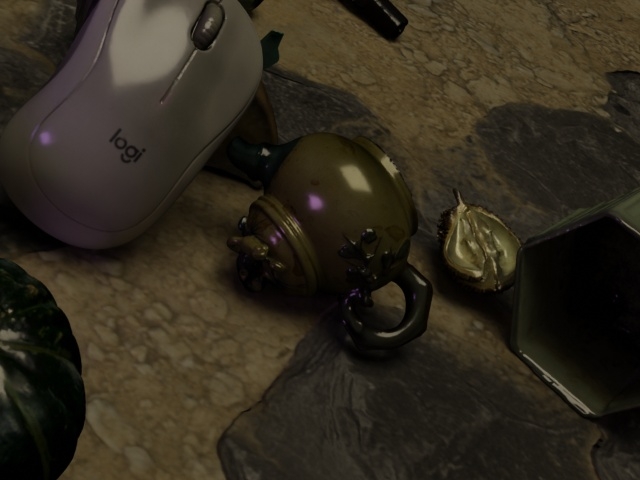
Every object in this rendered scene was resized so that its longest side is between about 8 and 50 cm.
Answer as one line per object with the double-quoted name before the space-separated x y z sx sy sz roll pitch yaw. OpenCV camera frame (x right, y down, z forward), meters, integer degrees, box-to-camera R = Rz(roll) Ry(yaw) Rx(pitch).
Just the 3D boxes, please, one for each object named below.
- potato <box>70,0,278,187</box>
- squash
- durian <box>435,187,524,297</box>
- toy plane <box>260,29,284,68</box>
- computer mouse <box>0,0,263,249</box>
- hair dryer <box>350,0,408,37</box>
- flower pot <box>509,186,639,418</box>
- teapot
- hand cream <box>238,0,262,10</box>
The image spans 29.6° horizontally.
"potato" -0.145 -0.215 1.335 0.264 0.189 0.211 19 35 -16
"squash" -0.271 0.103 0.851 0.218 0.172 0.218 25 35 -19
"durian" 0.169 0.010 1.383 0.110 0.071 0.140 -4 60 -33
"toy plane" -0.162 -0.254 1.455 0.235 0.096 0.060 20 36 -11
"computer mouse" -0.172 -0.131 1.135 0.184 0.297 0.121 45 -11 -21
"hair dryer" 0.033 -0.395 1.802 0.251 0.089 0.197 43 36 8
"flower pot" 0.343 0.057 1.327 0.189 0.239 0.209 -24 90 -50
"teapot" 0.000 0.000 1.220 0.182 0.173 0.269 -30 85 -16
"hand cream" -0.181 -0.350 1.617 0.235 0.055 0.086 6 36 -19
